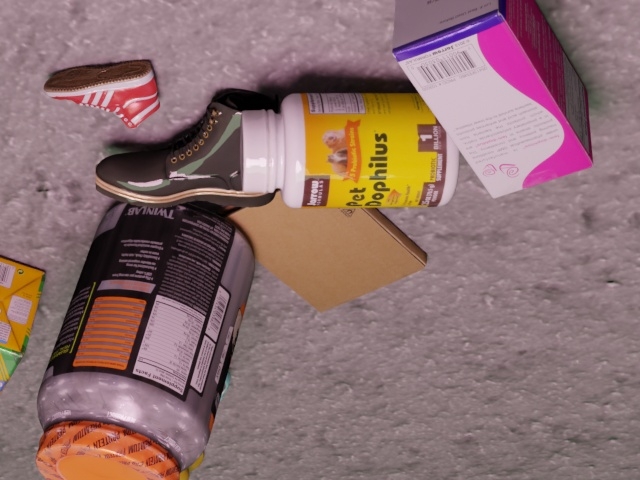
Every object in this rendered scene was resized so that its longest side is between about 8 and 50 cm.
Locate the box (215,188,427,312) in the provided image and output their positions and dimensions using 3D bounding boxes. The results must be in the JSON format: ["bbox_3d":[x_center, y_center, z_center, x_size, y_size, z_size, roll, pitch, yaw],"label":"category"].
[{"bbox_3d":[0.000,0.000,1.644,0.164,0.021,0.201,-25,131,32],"label":"box"}]

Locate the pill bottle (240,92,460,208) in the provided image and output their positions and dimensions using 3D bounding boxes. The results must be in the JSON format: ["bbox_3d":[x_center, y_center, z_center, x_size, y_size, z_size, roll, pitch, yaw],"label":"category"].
[{"bbox_3d":[0.027,-0.091,1.435,0.215,0.117,0.117,-1,140,-6],"label":"pill bottle"}]

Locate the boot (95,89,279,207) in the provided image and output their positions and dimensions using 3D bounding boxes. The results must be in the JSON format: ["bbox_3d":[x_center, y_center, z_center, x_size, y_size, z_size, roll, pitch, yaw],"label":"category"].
[{"bbox_3d":[-0.140,-0.107,1.507,0.198,0.077,0.137,-2,136,-11],"label":"boot"}]

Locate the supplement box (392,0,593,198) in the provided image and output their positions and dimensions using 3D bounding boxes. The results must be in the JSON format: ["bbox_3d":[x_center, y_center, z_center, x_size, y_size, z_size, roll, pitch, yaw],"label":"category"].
[{"bbox_3d":[0.169,-0.159,1.364,0.111,0.114,0.220,-18,133,25],"label":"supplement box"}]

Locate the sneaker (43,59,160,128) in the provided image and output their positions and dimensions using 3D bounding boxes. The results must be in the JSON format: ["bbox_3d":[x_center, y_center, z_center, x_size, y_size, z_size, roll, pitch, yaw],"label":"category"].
[{"bbox_3d":[-0.226,-0.149,1.482,0.118,0.042,0.067,-5,135,10],"label":"sneaker"}]

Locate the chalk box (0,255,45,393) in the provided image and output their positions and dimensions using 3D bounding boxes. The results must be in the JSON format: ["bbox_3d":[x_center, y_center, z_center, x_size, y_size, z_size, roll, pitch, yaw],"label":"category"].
[{"bbox_3d":[-0.446,0.123,1.762,0.132,0.132,0.213,21,138,-16],"label":"chalk box"}]

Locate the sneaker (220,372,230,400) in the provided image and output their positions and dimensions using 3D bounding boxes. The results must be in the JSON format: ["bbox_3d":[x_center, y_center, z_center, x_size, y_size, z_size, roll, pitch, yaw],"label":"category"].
[{"bbox_3d":[-0.199,0.194,1.871,0.166,0.065,0.076,-16,131,23],"label":"sneaker"}]

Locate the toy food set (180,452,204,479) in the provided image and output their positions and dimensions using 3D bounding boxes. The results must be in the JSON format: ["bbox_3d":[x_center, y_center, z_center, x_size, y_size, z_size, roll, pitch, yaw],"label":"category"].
[{"bbox_3d":[-0.261,0.299,1.992,0.128,0.071,0.218,-23,131,31],"label":"toy food set"}]

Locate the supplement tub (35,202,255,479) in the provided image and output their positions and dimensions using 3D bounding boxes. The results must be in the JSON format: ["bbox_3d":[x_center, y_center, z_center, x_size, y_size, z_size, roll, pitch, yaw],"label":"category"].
[{"bbox_3d":[-0.197,0.126,1.575,0.193,0.316,0.193,10,146,7],"label":"supplement tub"}]
